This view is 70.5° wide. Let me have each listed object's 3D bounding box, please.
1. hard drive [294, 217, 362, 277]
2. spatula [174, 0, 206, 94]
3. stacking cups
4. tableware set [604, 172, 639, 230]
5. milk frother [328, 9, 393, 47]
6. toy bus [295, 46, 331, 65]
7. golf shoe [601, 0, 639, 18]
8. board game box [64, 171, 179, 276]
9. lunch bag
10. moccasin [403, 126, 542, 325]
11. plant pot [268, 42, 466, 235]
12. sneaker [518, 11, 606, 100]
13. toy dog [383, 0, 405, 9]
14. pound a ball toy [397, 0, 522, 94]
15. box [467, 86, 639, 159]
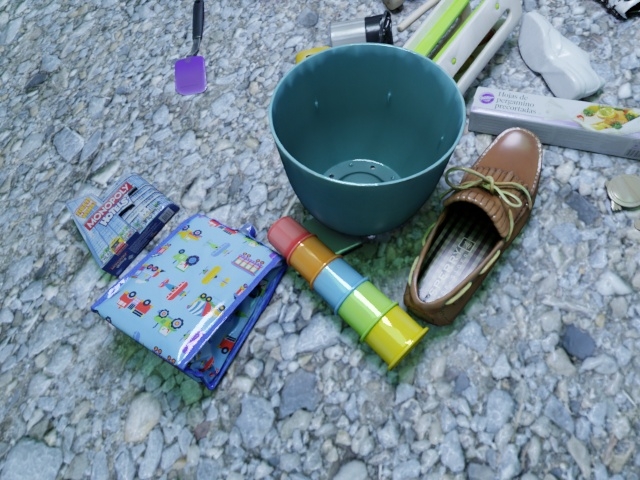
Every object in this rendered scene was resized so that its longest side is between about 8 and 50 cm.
[{"bbox_3d":[0.000,0.000,0.863,0.135,0.022,0.094,-26,65,0],"label":"hard drive"},{"bbox_3d":[-0.315,-0.492,1.132,0.084,0.030,0.296,-6,67,12],"label":"spatula"},{"bbox_3d":[0.038,0.072,0.776,0.096,0.096,0.316,-42,68,-7],"label":"stacking cups"},{"bbox_3d":[0.584,-0.069,0.765,0.169,0.020,0.141,-22,63,4],"label":"tableware set"},{"bbox_3d":[0.085,-0.434,0.959,0.135,0.143,0.129,-6,71,11],"label":"milk frother"},{"bbox_3d":[-0.006,-0.296,0.934,0.202,0.104,0.191,41,86,24],"label":"toy bus"},{"bbox_3d":[0.600,-0.502,0.910,0.198,0.077,0.093,20,74,20],"label":"golf shoe"},{"bbox_3d":[-0.436,-0.057,0.962,0.194,0.060,0.194,34,79,22],"label":"board game box"},{"bbox_3d":[-0.216,0.078,0.832,0.221,0.138,0.293,24,66,23],"label":"lunch bag"},{"bbox_3d":[0.256,-0.040,0.754,0.139,0.147,0.380,35,79,23],"label":"moccasin"},{"bbox_3d":[0.071,-0.142,0.775,0.293,0.235,0.292,-1,60,1],"label":"plant pot"},{"bbox_3d":[0.473,-0.365,0.891,0.094,0.080,0.212,-19,72,-9],"label":"sneaker"},{"bbox_3d":[0.158,-0.689,1.038,0.220,0.161,0.334,-45,66,-8],"label":"toy dog"},{"bbox_3d":[0.259,-0.404,0.933,0.208,0.135,0.319,26,74,47],"label":"pound a ball toy"},{"bbox_3d":[0.443,-0.216,0.831,0.324,0.067,0.063,15,71,19],"label":"box"}]
